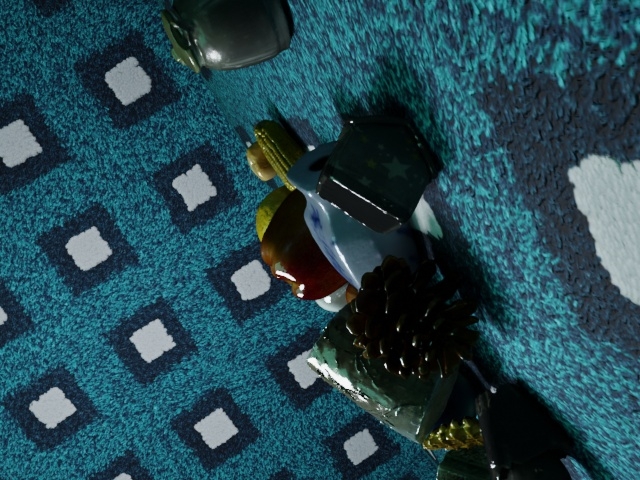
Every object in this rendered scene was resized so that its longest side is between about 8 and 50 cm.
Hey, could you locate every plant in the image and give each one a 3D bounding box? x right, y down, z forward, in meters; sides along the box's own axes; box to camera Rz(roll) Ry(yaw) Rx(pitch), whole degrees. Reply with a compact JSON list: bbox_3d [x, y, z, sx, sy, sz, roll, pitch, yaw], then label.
[{"bbox_3d":[0.407,0.418,1.193,0.142,0.164,0.256,70,177,-57],"label":"plant"}]

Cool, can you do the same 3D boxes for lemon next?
[{"bbox_3d":[-0.083,-0.051,1.978,0.258,0.258,0.310,56,174,15],"label":"lemon"}]

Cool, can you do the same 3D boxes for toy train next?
[{"bbox_3d":[0.402,0.644,1.522,0.167,0.238,0.299,7,-179,33],"label":"toy train"}]

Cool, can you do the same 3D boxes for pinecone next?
[{"bbox_3d":[0.202,0.162,1.199,0.264,0.264,0.264,56,172,12],"label":"pinecone"}]

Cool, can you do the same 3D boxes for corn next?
[{"bbox_3d":[-0.104,-0.262,1.886,0.322,0.119,0.119,55,172,26],"label":"corn"}]

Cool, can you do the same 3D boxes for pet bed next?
[{"bbox_3d":[0.098,-0.124,1.047,0.183,0.159,0.211,32,173,0],"label":"pet bed"}]

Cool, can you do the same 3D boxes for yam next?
[{"bbox_3d":[0.155,0.311,1.448,0.348,0.241,0.241,29,164,15],"label":"yam"}]

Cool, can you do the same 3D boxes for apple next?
[{"bbox_3d":[0.000,0.000,1.610,0.288,0.317,0.288,40,171,8],"label":"apple"}]

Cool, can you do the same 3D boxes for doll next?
[{"bbox_3d":[0.303,0.410,1.632,0.322,0.198,0.186,49,-165,31],"label":"doll"}]

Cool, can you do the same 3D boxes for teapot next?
[{"bbox_3d":[-0.230,-0.488,1.296,0.321,0.239,0.239,50,168,51],"label":"teapot"}]

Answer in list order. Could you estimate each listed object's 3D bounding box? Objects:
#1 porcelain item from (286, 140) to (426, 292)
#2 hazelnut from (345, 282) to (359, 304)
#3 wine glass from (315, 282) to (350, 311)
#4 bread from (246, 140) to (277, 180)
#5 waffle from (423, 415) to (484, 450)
[{"bbox_3d":[0.094,-0.017,1.352,0.405,0.178,0.242,57,172,-31],"label":"porcelain item"},{"bbox_3d":[0.171,0.174,1.597,0.181,0.212,0.181,-93,26,-52],"label":"hazelnut"},{"bbox_3d":[0.097,0.157,1.860,0.323,0.238,0.238,52,172,7],"label":"wine glass"},{"bbox_3d":[-0.171,-0.291,2.022,0.085,0.173,0.134,8,131,61],"label":"bread"},{"bbox_3d":[0.357,0.453,1.394,0.231,0.229,0.051,-47,44,51],"label":"waffle"}]
